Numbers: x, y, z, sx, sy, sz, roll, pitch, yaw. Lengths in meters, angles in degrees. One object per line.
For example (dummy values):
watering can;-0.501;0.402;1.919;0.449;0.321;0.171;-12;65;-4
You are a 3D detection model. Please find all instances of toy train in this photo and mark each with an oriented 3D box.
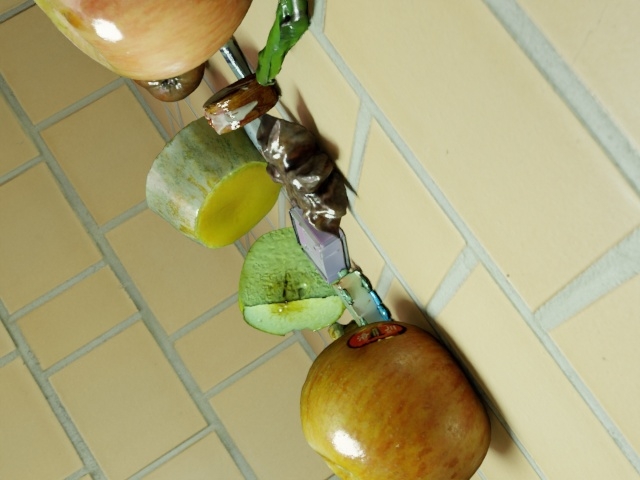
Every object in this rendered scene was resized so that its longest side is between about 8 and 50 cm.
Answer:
toy train;0.101;0.148;2.139;0.188;0.072;0.099;56;175;5

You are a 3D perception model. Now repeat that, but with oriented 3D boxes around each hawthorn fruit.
hawthorn fruit;-0.403;-0.478;2.347;0.199;0.200;0.251;69;178;-47

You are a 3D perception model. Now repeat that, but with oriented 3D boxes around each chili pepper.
chili pepper;-0.057;-0.345;1.448;0.076;0.084;0.359;19;165;-6

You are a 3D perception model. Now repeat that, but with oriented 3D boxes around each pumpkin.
pumpkin;-0.243;-0.141;2.256;0.199;0.332;0.332;38;162;23

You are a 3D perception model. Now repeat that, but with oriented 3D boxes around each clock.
clock;0.000;0.001;2.155;0.144;0.073;0.193;52;168;26

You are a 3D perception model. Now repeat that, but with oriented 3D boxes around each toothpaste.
toothpaste;-0.173;-0.370;1.980;0.062;0.037;0.216;41;165;53

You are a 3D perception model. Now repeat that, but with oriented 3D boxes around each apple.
apple;0.140;0.363;1.861;0.400;0.334;0.400;56;170;15
apple;-0.279;-0.446;1.422;0.391;0.346;0.391;46;169;12

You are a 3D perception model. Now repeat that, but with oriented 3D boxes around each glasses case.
glasses case;-0.133;-0.235;2.151;0.178;0.045;0.067;55;170;12

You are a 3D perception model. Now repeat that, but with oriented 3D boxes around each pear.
pear;-0.076;0.093;2.317;0.292;0.292;0.159;53;165;25

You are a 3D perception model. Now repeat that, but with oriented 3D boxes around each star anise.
star anise;-0.043;-0.148;1.827;0.315;0.108;0.315;52;176;5

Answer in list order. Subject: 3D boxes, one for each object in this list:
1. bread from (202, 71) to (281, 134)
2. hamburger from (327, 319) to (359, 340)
bread;-0.163;-0.281;1.866;0.073;0.160;0.160;58;170;-20
hamburger;0.138;0.319;2.300;0.284;0.134;0.265;64;175;-7
